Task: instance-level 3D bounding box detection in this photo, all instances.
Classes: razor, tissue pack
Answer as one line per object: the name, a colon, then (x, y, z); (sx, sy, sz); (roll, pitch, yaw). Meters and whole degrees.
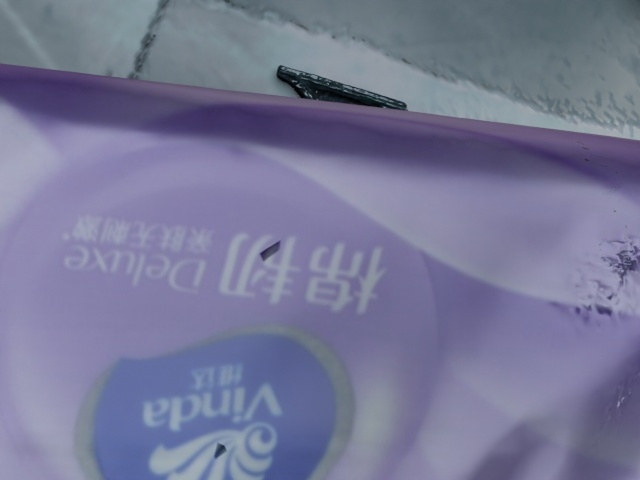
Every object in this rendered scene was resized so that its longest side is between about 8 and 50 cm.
razor: (-0.002, 0.004, 0.736); (0.066, 0.033, 0.190); (15, 50, -9)
tissue pack: (-0.053, 0.037, 0.521); (0.338, 0.242, 0.160); (6, 85, -9)
